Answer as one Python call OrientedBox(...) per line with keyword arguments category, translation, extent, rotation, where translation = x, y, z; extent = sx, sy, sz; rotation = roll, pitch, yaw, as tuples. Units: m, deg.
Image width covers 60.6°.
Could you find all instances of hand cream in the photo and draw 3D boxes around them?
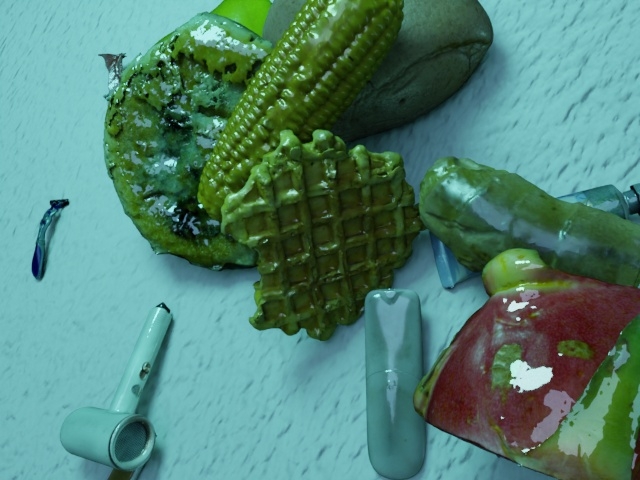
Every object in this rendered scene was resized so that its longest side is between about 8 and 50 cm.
OrientedBox(category="hand cream", translation=(0.267, -0.011, 0.687), extent=(0.256, 0.055, 0.088), rotation=(-18, 72, 21))

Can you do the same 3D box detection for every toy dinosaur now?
OrientedBox(category="toy dinosaur", translation=(-0.363, -0.297, 1.042), extent=(0.220, 0.032, 0.108), rotation=(42, 85, 19))

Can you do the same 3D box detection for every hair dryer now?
OrientedBox(category="hair dryer", translation=(-0.280, 0.198, 0.795), extent=(0.131, 0.073, 0.236), rotation=(-3, 61, 35))

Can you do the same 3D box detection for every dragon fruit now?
OrientedBox(category="dragon fruit", translation=(0.253, 0.133, 0.510), extent=(0.291, 0.290, 0.189), rotation=(17, 77, 25))

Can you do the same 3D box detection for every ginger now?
OrientedBox(category="ginger", translation=(0.231, -0.007, 0.619), extent=(0.263, 0.109, 0.116), rotation=(24, 49, 21))

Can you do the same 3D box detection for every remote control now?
OrientedBox(category="remote control", translation=(0.088, 0.173, 0.669), extent=(0.073, 0.044, 0.228), rotation=(-3, 80, 18))

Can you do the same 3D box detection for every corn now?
OrientedBox(category="corn", translation=(-0.030, -0.168, 0.668), extent=(0.120, 0.120, 0.363), rotation=(45, 107, 28))

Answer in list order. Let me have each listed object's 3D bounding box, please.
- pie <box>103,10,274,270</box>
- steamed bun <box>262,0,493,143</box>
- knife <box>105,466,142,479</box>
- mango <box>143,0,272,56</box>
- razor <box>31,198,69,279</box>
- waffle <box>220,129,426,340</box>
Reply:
OrientedBox(category="pie", translation=(-0.175, -0.137, 0.800), extent=(0.297, 0.078, 0.370), rotation=(-4, 97, 13))
OrientedBox(category="steamed bun", translation=(0.071, -0.302, 0.783), extent=(0.301, 0.199, 0.251), rotation=(-30, 63, 7))
OrientedBox(category="knife", translation=(-0.300, 0.373, 0.764), extent=(0.046, 0.022, 0.255), rotation=(18, 77, 32))
OrientedBox(category="mango", translation=(-0.182, -0.287, 0.905), extent=(0.293, 0.143, 0.175), rotation=(-44, 82, -2))
OrientedBox(category="razor", translation=(-0.494, -0.007, 0.980), extent=(0.044, 0.028, 0.154), rotation=(-1, 70, 20))
OrientedBox(category="waffle", translation=(-0.001, -0.001, 0.674), extent=(0.291, 0.291, 0.051), rotation=(-40, 30, 2))
